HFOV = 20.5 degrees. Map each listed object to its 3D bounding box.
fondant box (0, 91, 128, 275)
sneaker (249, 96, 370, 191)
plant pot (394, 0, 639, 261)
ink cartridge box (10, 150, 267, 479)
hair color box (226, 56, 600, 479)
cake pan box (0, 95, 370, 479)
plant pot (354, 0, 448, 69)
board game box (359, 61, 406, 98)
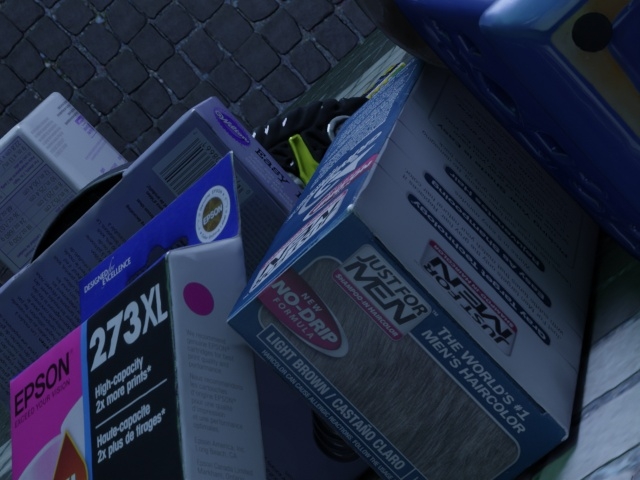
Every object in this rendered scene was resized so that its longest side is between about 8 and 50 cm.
[{"bbox_3d":[-0.155,0.032,1.513,0.096,0.330,0.238,-45,8,7],"label":"fondant box"},{"bbox_3d":[0.050,-0.029,1.363,0.384,0.145,0.147,-17,-23,-41],"label":"sneaker"},{"bbox_3d":[0.205,-0.118,0.929,0.236,0.236,0.212,-43,15,6],"label":"plant pot"},{"bbox_3d":[-0.103,0.138,0.986,0.175,0.069,0.371,-37,46,40],"label":"ink cartridge box"},{"bbox_3d":[0.073,0.009,1.086,0.105,0.174,0.347,-42,8,23],"label":"hair color box"},{"bbox_3d":[-0.081,0.074,1.179,0.246,0.267,0.070,-43,3,15],"label":"cake pan box"},{"bbox_3d":[0.103,-0.260,1.164,0.323,0.323,0.280,-40,30,27],"label":"plant pot"},{"bbox_3d":[0.056,-0.049,1.560,0.170,0.141,0.048,-45,7,-8],"label":"board game box"}]
